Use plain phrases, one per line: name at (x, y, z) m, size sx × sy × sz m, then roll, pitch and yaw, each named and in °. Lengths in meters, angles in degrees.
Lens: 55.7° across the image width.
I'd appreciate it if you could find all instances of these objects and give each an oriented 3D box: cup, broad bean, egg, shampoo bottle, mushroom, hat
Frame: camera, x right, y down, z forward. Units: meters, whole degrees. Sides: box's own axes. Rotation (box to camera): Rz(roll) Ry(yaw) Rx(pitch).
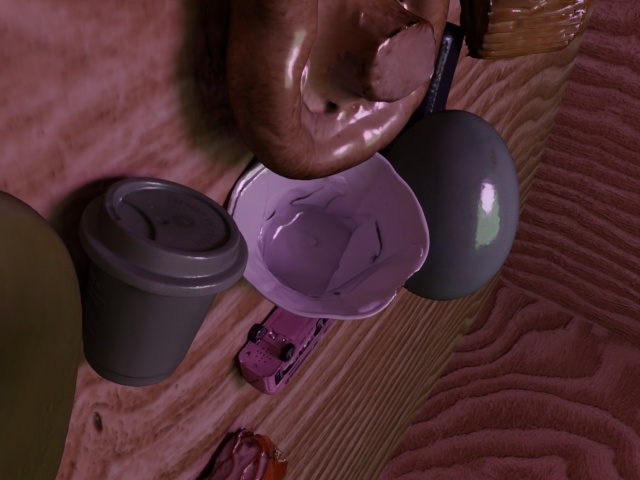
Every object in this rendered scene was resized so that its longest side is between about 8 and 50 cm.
cup at (-0.128, 0.037, 0.455) m, size 0.120 × 0.120 × 0.141 m, roll -25°, pitch 145°, yaw -58°
broad bean at (-0.206, 0.102, 0.328) m, size 0.263 × 0.121 × 0.189 m, roll -68°, pitch 162°, yaw 0°
egg at (0.145, -0.037, 0.707) m, size 0.168 × 0.168 × 0.230 m, roll -37°, pitch 136°, yaw -50°
shampoo bottle at (0.109, -0.193, 0.758) m, size 0.071 × 0.098 × 0.309 m, roll -31°, pitch 139°, yaw -48°
mushroom at (0.018, -0.180, 0.509) m, size 0.278 × 0.146 × 0.278 m, roll -37°, pitch 146°, yaw -31°
hat at (0.000, 0.000, 0.648) m, size 0.203 × 0.203 × 0.126 m, roll -59°, pitch 180°, yaw -16°

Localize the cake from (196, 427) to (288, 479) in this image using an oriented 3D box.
cake at (-0.138, 0.357, 0.781) m, size 0.287 × 0.098 × 0.135 m, roll -45°, pitch 152°, yaw -50°

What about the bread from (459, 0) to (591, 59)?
bread at (0.225, -0.341, 0.692) m, size 0.227 × 0.143 × 0.253 m, roll -88°, pitch 167°, yaw -69°

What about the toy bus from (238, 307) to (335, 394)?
toy bus at (-0.029, 0.111, 0.812) m, size 0.203 × 0.063 × 0.090 m, roll -49°, pitch 156°, yaw -30°
